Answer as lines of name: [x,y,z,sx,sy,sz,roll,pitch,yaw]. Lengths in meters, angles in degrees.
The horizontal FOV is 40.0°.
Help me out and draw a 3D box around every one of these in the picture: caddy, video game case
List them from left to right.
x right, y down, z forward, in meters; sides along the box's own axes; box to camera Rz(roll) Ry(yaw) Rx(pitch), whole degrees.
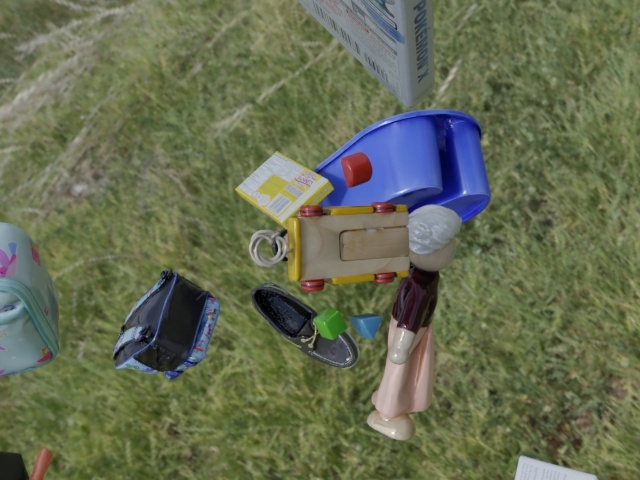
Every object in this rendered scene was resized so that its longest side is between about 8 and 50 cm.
video game case: [-0.035,-0.274,0.679,0.036,0.300,0.329,-42,75,-3]
caddy: [0.132,-0.108,1.521,0.341,0.241,0.179,-34,58,47]

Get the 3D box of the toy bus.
toy bus: [0.010,0.005,1.066,0.191,0.202,0.104,-51,25,-18]

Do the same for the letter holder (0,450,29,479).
letter holder: [-0.495,0.472,1.223,0.214,0.152,0.302,-55,46,14]

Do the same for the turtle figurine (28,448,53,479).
turtle figurine: [-0.316,0.196,0.548,0.087,0.217,0.269,8,53,51]

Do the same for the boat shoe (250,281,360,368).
boat shoe: [-0.031,0.157,1.576,0.081,0.228,0.069,-56,-8,4]

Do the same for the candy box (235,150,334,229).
candy box: [-0.065,-0.088,1.495,0.105,0.027,0.206,-41,32,-8]

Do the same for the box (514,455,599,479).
box: [0.259,0.304,0.978,0.087,0.102,0.101,10,74,24]

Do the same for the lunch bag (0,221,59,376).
lunch bag: [-0.428,0.073,0.920,0.279,0.224,0.107,-7,62,-8]

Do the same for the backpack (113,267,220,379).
backpack: [-0.267,0.156,1.472,0.173,0.117,0.158,-37,31,42]

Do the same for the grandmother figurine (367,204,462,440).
grandmother figurine: [0.139,0.106,1.283,0.208,0.104,0.342,-88,6,-66]
